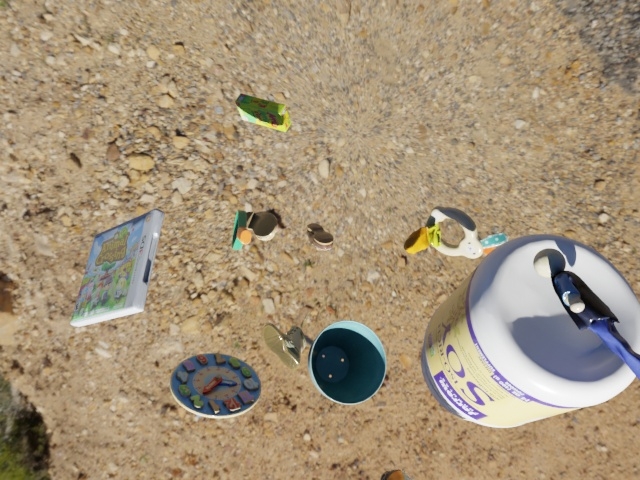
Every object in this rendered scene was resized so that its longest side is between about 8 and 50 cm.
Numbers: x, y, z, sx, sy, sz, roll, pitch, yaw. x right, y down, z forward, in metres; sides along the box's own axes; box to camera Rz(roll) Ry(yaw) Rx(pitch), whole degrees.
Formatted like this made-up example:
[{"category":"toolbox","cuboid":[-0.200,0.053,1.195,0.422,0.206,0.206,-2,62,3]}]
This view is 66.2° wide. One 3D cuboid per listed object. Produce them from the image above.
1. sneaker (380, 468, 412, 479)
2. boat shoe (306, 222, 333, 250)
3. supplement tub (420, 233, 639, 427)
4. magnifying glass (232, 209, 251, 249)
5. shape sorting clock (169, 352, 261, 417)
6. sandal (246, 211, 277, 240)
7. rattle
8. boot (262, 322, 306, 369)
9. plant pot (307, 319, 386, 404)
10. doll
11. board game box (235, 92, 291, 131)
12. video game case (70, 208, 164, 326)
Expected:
[{"category":"sneaker","cuboid":[0.173,0.431,0.722,0.120,0.099,0.263,-22,108,1]},{"category":"boat shoe","cuboid":[0.000,0.000,1.815,0.073,0.207,0.073,-5,111,-13]},{"category":"supplement tub","cuboid":[0.304,0.163,0.785,0.240,0.331,0.241,3,62,-5]},{"category":"magnifying glass","cuboid":[-0.172,-0.018,1.070,0.026,0.231,0.092,9,93,-13]},{"category":"shape sorting clock","cuboid":[-0.235,0.322,1.116,0.206,0.206,0.041,19,116,0]},{"category":"sandal","cuboid":[-0.186,-0.040,1.632,0.079,0.240,0.088,42,76,-35]},{"category":"rattle","cuboid":[0.319,0.010,1.135,0.199,0.142,0.130,35,117,21]},{"category":"boot","cuboid":[-0.137,0.379,1.925,0.077,0.165,0.213,-29,105,24]},{"category":"plant pot","cuboid":[0.073,0.455,1.828,0.289,0.195,0.291,5,73,-17]},{"category":"doll","cuboid":[0.320,0.087,0.576,0.046,0.129,0.189,-44,60,18]},{"category":"board game box","cuboid":[-0.198,-0.442,1.696,0.181,0.092,0.043,20,66,20]},{"category":"video game case","cuboid":[-0.382,0.053,0.920,0.212,0.023,0.194,-16,58,34]}]
